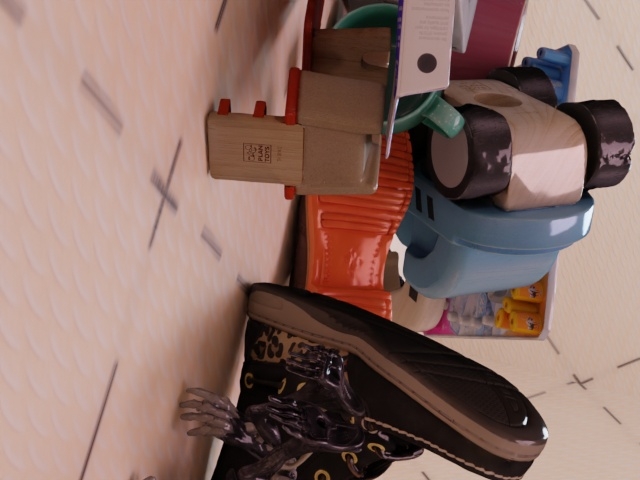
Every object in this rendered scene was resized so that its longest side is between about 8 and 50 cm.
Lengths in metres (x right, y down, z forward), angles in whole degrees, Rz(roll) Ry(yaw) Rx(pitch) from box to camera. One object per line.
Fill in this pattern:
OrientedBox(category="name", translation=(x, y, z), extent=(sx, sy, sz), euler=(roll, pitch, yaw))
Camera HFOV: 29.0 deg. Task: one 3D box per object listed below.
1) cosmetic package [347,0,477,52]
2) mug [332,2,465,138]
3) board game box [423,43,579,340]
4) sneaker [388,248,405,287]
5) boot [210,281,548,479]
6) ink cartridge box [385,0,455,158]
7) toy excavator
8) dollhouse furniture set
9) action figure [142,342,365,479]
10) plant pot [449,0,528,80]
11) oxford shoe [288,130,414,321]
OrientedBox(category="cosmetic package", translation=(0.116, -0.352, 1.332), extent=(0.224, 0.138, 0.225), euler=(47, 58, -79))
OrientedBox(category="mug", translation=(0.073, -0.166, 1.327), extent=(0.097, 0.129, 0.158), euler=(40, 33, -81))
OrientedBox(category="board game box", translation=(0.231, -0.056, 1.762), extent=(0.390, 0.050, 0.390), euler=(169, -71, -71))
OrientedBox(category="sneaker", translation=(0.095, 0.073, 1.946), extent=(0.232, 0.090, 0.081), euler=(-57, 159, -61))
OrientedBox(category="boot", translation=(0.023, 0.218, 1.144), extent=(0.138, 0.377, 0.284), euler=(14, 97, -44))
OrientedBox(category="ink cartridge box", translation=(0.081, -0.174, 0.981), extent=(0.206, 0.045, 0.208), euler=(-73, 169, -80))
OrientedBox(category="toy excavator", translation=(0.155, -0.004, 1.574), extent=(0.433, 0.222, 0.445), euler=(41, -50, 55))
OrientedBox(category="dollhouse furniture set", translation=(-0.008, -0.164, 1.045), extent=(0.262, 0.135, 0.259), euler=(93, 4, -49))
OrientedBox(category="action figure", translation=(-0.078, 0.199, 1.045), extent=(0.276, 0.141, 0.164), euler=(-51, -166, 33))
OrientedBox(category="plant pot", translation=(0.171, -0.275, 1.626), extent=(0.201, 0.180, 0.201), euler=(14, 90, -81))
OrientedBox(category="oxford shoe", translation=(0.015, -0.011, 1.409), extent=(0.132, 0.129, 0.364), euler=(-12, -113, 64))
